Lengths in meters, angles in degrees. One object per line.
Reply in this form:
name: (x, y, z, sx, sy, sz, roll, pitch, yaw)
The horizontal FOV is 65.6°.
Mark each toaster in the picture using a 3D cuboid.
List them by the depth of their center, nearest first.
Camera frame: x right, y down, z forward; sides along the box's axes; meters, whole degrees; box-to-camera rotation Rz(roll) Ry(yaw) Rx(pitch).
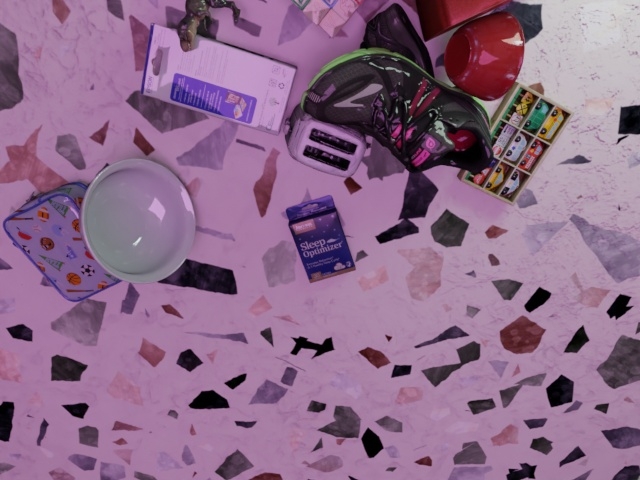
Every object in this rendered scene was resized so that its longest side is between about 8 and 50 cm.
toaster: (0.020, -0.232, 1.176, 0.226, 0.146, 0.129, 20, 114, -11)

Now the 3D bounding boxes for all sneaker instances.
sneaker: (0.192, -0.261, 1.067, 0.481, 0.203, 0.185, 8, 141, -22)
sneaker: (0.172, -0.413, 1.133, 0.130, 0.087, 0.227, -17, 139, 35)

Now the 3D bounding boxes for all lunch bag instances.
lunch bag: (-0.652, 0.004, 1.298, 0.243, 0.115, 0.304, -23, 115, 12)

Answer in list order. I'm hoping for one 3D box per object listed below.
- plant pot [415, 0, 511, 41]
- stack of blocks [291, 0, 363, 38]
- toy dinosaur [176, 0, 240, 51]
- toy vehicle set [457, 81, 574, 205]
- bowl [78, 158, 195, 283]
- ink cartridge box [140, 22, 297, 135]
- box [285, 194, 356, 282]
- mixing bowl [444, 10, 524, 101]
plant pot: (0.304, -0.570, 0.970, 0.266, 0.267, 0.236, -23, 105, 10)
stack of blocks: (-0.032, -0.593, 1.035, 0.297, 0.087, 0.171, 37, 110, -17)
toy dinosaur: (-0.223, -0.527, 1.053, 0.118, 0.064, 0.269, 14, 93, -18)
toy vehicle set: (0.483, -0.236, 1.243, 0.165, 0.035, 0.267, 22, 113, -11)
bowl: (-0.468, -0.044, 1.221, 0.134, 0.298, 0.298, -3, 122, 40)
ink cartridge box: (-0.233, -0.372, 1.151, 0.332, 0.065, 0.166, 16, 114, -10)
box: (0.000, 0.000, 1.349, 0.136, 0.037, 0.226, -17, 113, 7)
mixing bowl: (0.327, -0.387, 1.048, 0.098, 0.181, 0.182, -6, 118, -23)
